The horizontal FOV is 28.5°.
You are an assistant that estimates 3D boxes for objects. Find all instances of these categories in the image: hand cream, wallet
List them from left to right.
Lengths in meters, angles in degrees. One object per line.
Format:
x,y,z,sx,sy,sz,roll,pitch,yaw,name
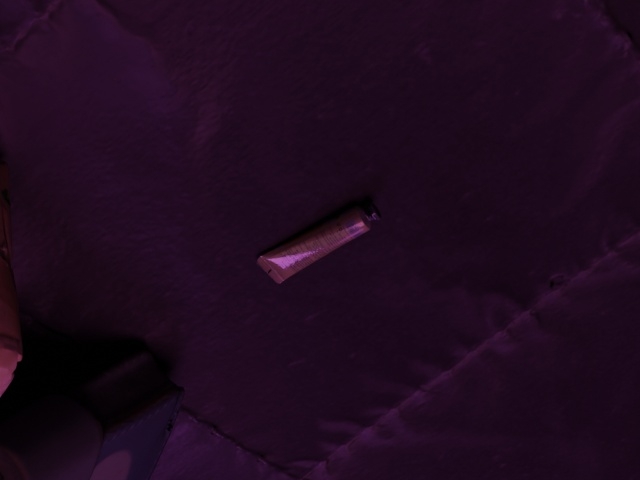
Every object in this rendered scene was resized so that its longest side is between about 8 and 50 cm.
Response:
-0.247,0.224,0.936,0.360,0.083,0.252,-31,153,-57,wallet
0.000,0.000,0.988,0.102,0.022,0.035,-29,134,15,hand cream

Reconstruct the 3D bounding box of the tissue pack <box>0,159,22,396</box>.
-0.300,0.009,0.773,0.222,0.186,0.090,17,133,-33,tissue pack
